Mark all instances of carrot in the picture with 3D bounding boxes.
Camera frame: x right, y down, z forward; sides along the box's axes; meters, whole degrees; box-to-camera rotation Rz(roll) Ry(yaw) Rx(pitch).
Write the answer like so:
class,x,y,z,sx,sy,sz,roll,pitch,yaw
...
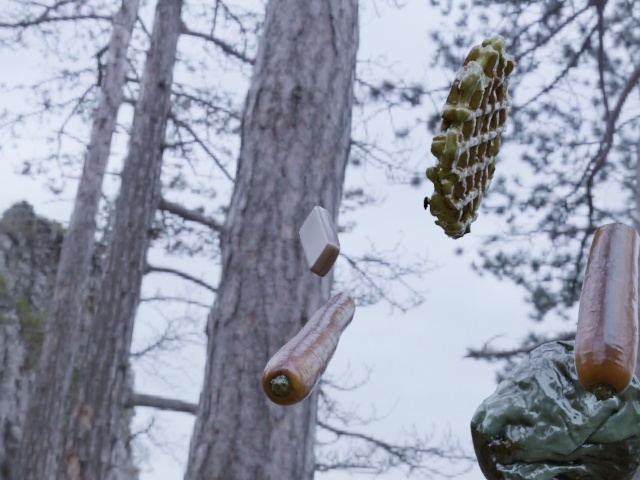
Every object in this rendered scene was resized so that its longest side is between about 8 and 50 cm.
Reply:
class,x,y,z,sx,sy,sz,roll,pitch,yaw
carrot,0.325,0.079,0.924,0.067,0.225,0.067,13,-38,10
carrot,-0.002,0.089,0.740,0.043,0.043,0.248,-3,12,16

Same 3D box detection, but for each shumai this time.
class,x,y,z,sx,sy,sz,roll,pitch,yaw
shumai,0.424,0.357,1.534,0.263,0.309,0.304,-13,-26,-30

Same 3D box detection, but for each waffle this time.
class,x,y,z,sx,sy,sz,roll,pitch,yaw
waffle,0.243,-0.158,1.324,0.068,0.302,0.325,16,-23,25

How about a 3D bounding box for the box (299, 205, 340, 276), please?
class,x,y,z,sx,sy,sz,roll,pitch,yaw
box,0.000,0.000,1.010,0.025,0.115,0.048,28,-72,-21
